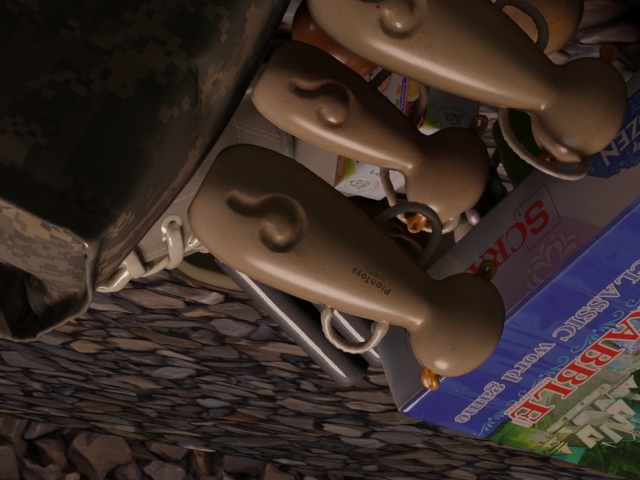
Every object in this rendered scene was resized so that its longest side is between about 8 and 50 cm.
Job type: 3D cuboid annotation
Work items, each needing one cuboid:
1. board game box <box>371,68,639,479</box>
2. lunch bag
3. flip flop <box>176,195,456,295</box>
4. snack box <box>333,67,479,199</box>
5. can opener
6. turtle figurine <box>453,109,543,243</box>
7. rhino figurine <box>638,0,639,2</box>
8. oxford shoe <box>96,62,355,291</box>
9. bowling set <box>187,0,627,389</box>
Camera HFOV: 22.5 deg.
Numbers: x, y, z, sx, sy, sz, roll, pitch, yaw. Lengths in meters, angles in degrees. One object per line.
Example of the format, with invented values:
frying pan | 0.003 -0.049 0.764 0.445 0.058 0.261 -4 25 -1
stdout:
board game box | 0.246 0.012 0.840 0.318 0.066 0.319 19 129 -35
lunch bag | -0.122 -0.087 0.796 0.169 0.235 0.287 31 161 -1
flip flop | 0.000 0.000 1.334 0.277 0.112 0.080 10 150 12
snack box | 0.054 -0.091 0.978 0.037 0.100 0.141 14 163 -18
can opener | -0.052 0.014 1.255 0.074 0.093 0.280 -34 113 31
turtle figurine | 0.179 -0.036 0.995 0.198 0.275 0.266 28 163 16
rhino figurine | 0.282 -0.108 0.863 0.243 0.073 0.106 13 167 -11
oxford shoe | -0.109 -0.034 1.060 0.449 0.130 0.169 -5 158 -25
bowling set | 0.066 -0.094 0.784 0.154 0.287 0.200 29 -171 -5
